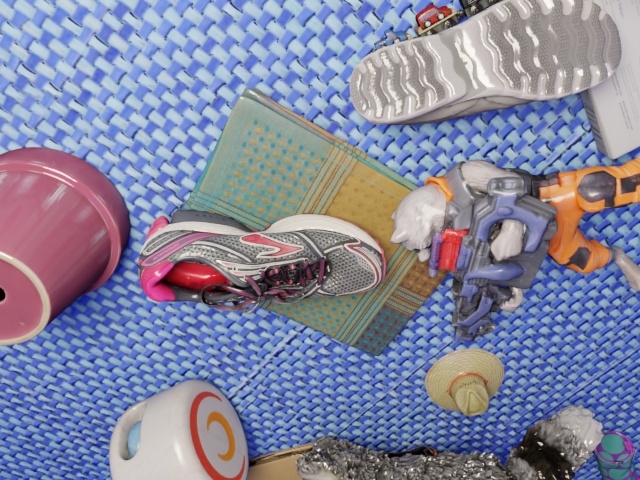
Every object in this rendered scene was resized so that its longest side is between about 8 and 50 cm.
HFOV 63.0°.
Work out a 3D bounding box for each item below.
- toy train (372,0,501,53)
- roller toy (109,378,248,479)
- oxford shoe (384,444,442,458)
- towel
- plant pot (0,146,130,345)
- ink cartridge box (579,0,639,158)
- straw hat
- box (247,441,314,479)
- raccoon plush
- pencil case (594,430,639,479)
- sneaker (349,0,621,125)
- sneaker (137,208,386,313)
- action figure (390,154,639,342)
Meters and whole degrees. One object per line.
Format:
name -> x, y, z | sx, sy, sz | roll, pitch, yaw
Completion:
toy train -> 0.124, -0.241, 0.578 | 0.158, 0.027, 0.036 | -27, 116, 12
roller toy -> -0.214, 0.324, 0.797 | 0.146, 0.209, 0.191 | -26, 80, 11
oxford shoe -> 0.219, 0.430, 0.943 | 0.271, 0.097, 0.098 | 0, 115, -4
towel -> 0.000, 0.000, 0.708 | 0.370, 0.040, 0.271 | 26, 115, -19
plant pot -> -0.348, 0.014, 0.611 | 0.201, 0.180, 0.201 | -1, 120, -2
ink cartridge box -> 0.396, -0.238, 0.585 | 0.224, 0.045, 0.223 | -28, 118, 13
straw hat -> 0.246, 0.252, 0.857 | 0.144, 0.061, 0.145 | -1, 121, -2
box -> -0.054, 0.470, 0.989 | 0.164, 0.021, 0.201 | -17, 120, 7
raccoon plush -> 0.177, 0.351, 0.846 | 0.446, 0.299, 0.216 | -40, 160, -15
pencil case -> 0.562, 0.428, 0.978 | 0.070, 0.064, 0.152 | -11, 125, 32
sneaker -> 0.171, -0.190, 0.569 | 0.281, 0.115, 0.105 | -8, 95, 6
sneaker -> -0.066, 0.040, 0.639 | 0.299, 0.112, 0.121 | 1, 120, -7
action figure -> 0.246, -0.007, 0.653 | 0.330, 0.179, 0.341 | 2, 146, -2
